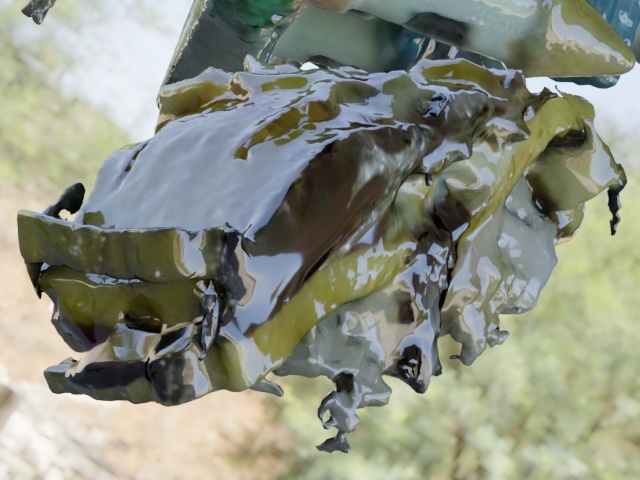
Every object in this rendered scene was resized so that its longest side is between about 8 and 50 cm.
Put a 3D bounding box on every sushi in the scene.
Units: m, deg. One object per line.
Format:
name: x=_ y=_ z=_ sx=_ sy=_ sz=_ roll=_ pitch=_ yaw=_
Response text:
sushi: x=0.000 y=-0.007 z=0.756 sx=0.139 sy=0.131 sz=0.291 roll=5 pitch=20 yaw=34

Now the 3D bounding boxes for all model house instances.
model house: x=0.097 y=-0.134 z=1.174 sx=0.325 sy=0.194 sz=0.267 roll=20 pitch=-18 yaw=-8

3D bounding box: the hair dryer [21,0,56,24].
hair dryer: x=-0.127 y=-0.220 z=1.242 sx=0.075 sy=0.237 sz=0.206 roll=35 pitch=-25 yaw=-13
